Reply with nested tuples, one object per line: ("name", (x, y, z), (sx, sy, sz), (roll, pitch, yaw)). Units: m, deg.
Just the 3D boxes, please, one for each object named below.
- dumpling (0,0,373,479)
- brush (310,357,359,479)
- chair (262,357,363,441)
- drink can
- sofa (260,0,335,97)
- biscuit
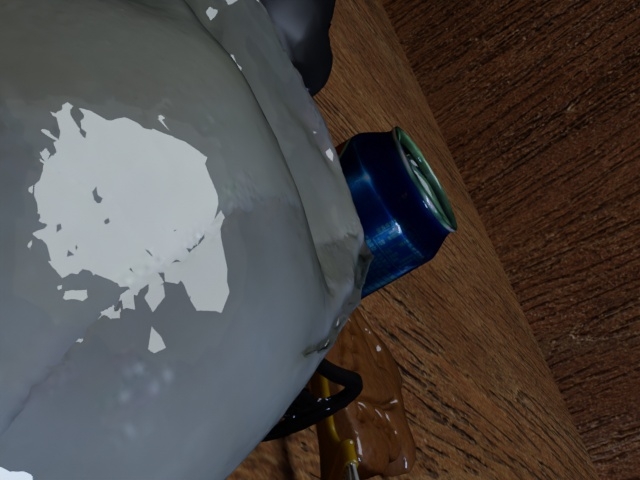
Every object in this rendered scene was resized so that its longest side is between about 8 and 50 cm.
("dumpling", (-0.125, -0.001, 0.386), (0.181, 0.341, 0.260), (21, -41, 64))
("brush", (0.004, 0.136, 0.917), (0.272, 0.013, 0.103), (-100, -162, -45))
("chair", (-0.066, 0.056, 0.786), (0.229, 0.106, 0.113), (38, 29, -61))
("drink can", (0.000, 0.000, 0.916), (0.118, 0.204, 0.118), (55, 14, -21))
("sofa", (-0.132, -0.168, 0.672), (0.258, 0.200, 0.182), (49, 60, -39))
("biscuit", (0.009, 0.089, 1.109), (0.306, 0.043, 0.284), (59, 15, -10))
